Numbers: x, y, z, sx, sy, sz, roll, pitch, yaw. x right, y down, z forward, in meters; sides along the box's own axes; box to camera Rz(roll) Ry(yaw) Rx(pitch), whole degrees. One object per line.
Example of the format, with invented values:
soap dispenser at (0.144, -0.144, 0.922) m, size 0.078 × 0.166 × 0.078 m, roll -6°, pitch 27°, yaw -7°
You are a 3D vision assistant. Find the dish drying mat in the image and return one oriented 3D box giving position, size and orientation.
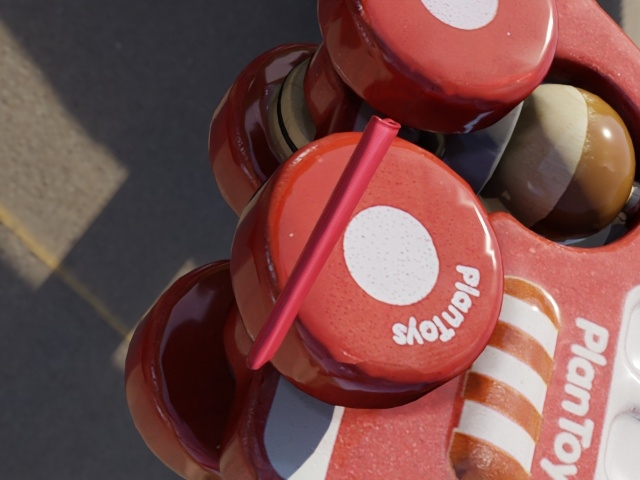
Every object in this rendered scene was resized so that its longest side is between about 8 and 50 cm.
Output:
dish drying mat at (0.000, 0.000, 0.464) m, size 0.083 × 0.008 × 0.032 m, roll -61°, pitch 175°, yaw 8°

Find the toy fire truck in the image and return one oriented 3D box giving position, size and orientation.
toy fire truck at (0.076, 0.012, 0.661) m, size 0.169 × 0.254 × 0.302 m, roll -43°, pitch -154°, yaw 56°
